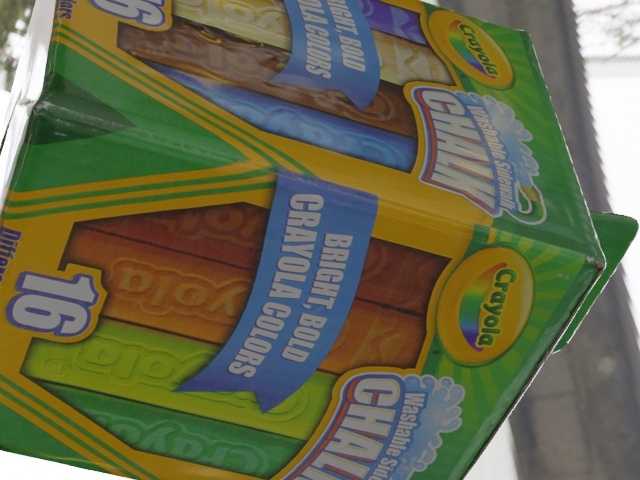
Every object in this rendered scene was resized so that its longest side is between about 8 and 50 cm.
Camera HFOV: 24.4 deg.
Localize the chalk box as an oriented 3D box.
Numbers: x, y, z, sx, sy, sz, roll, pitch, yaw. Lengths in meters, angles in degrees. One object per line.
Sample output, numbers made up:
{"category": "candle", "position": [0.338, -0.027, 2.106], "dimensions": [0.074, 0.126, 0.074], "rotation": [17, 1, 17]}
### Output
{"category": "chalk box", "position": [0.000, 0.000, 0.649], "dimensions": [0.289, 0.180, 0.179], "rotation": [15, -144, -15]}
